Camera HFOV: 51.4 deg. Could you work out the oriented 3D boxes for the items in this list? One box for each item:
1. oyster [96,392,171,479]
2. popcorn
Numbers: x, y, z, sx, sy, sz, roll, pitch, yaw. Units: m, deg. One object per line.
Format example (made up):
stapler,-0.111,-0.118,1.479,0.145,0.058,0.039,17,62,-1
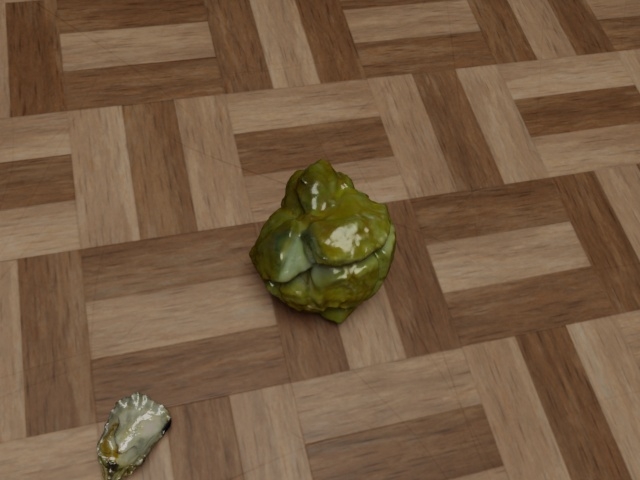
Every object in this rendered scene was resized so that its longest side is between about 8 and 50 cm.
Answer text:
oyster,-0.305,0.321,1.091,0.122,0.045,0.146,-12,57,-11
popcorn,-0.001,-0.001,1.207,0.277,0.225,0.276,-1,55,2
